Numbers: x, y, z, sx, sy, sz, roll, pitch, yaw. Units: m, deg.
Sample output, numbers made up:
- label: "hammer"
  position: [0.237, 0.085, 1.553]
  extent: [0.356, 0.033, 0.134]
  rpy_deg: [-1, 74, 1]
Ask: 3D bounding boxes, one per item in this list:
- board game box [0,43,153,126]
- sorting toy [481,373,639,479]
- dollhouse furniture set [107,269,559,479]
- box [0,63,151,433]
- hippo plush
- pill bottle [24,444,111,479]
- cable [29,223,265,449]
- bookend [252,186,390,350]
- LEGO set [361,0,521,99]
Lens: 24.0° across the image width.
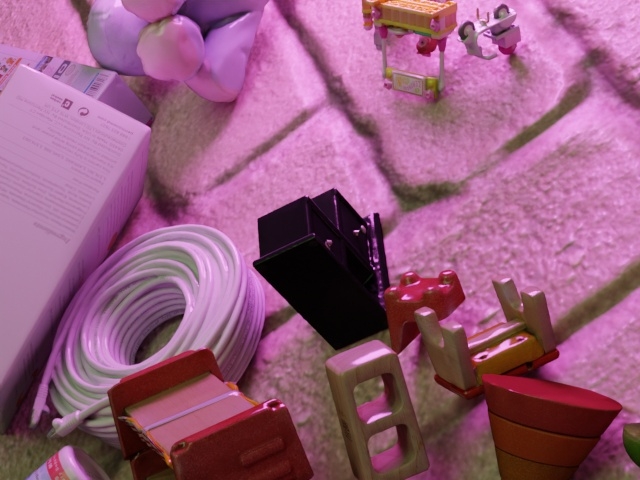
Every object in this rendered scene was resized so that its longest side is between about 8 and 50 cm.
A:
- label: "board game box"
  position: [-0.394, -0.132, 1.997]
  extent: [0.303, 0.097, 0.224]
  rpy_deg: [20, 68, 45]
- label: "sorting toy"
  position: [0.269, 0.210, 1.191]
  extent: [0.366, 0.127, 0.126]
  rpy_deg: [17, 97, 43]
- label: "dollhouse furniture set"
  position: [0.016, 0.157, 1.379]
  extent: [0.374, 0.152, 0.201]
  rpy_deg: [-22, 19, -18]
- label: "box"
  position: [-0.347, 0.014, 1.699]
  extent: [0.345, 0.168, 0.215]
  rpy_deg: [-63, 0, -21]
- label: "hippo plush"
  position: [-0.196, -0.322, 1.899]
  extent: [0.237, 0.234, 0.294]
  rpy_deg: [8, 61, 42]
- label: "pill bottle"
  position: [-0.291, 0.291, 1.550]
  extent: [0.160, 0.087, 0.087]
  rpy_deg: [-40, 40, 3]
- label: "cable"
  position: [-0.176, 0.104, 1.624]
  extent: [0.257, 0.089, 0.257]
  rpy_deg: [-17, 45, 27]
- label: "bookend"
  position: [0.000, 0.000, 1.520]
  extent: [0.072, 0.156, 0.157]
  rpy_deg: [-26, 42, 19]
- label: "LEGO set"
  position: [0.101, -0.242, 1.725]
  extent: [0.132, 0.107, 0.287]
  rpy_deg: [-16, 29, -23]
